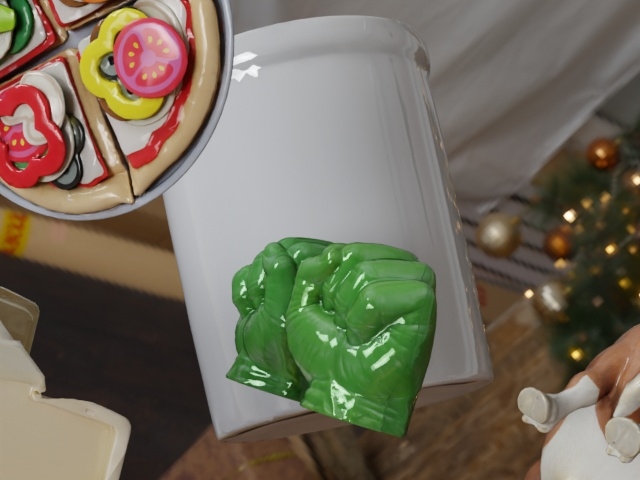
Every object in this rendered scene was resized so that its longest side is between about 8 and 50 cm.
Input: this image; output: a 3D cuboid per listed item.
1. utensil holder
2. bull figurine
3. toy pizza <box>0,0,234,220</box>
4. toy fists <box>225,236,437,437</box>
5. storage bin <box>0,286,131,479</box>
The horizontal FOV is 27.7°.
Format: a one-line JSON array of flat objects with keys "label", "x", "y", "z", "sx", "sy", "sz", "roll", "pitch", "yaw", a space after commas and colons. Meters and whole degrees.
[{"label": "utensil holder", "x": 0.000, "y": 0.000, "z": 1.412, "sx": 0.328, "sy": 0.328, "sz": 0.385, "roll": 0, "pitch": 72, "yaw": -48}, {"label": "bull figurine", "x": 0.188, "y": 0.119, "z": 0.798, "sx": 0.188, "sy": 0.310, "sz": 0.101, "roll": -12, "pitch": 44, "yaw": -41}, {"label": "toy pizza", "x": -0.143, "y": -0.110, "z": 0.722, "sx": 0.201, "sy": 0.201, "sz": 0.032, "roll": 50, "pitch": 21, "yaw": 9}, {"label": "toy fists", "x": 0.002, "y": 0.066, "z": 1.070, "sx": 0.096, "sy": 0.279, "sz": 0.142, "roll": 19, "pitch": 84, "yaw": -24}, {"label": "storage bin", "x": -0.255, "y": 0.181, "z": 0.943, "sx": 0.123, "sy": 0.260, "sz": 0.262, "roll": 11, "pitch": 10, "yaw": -27}]
